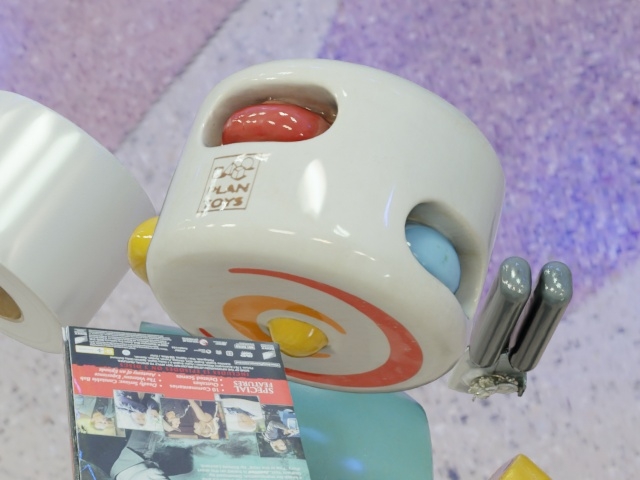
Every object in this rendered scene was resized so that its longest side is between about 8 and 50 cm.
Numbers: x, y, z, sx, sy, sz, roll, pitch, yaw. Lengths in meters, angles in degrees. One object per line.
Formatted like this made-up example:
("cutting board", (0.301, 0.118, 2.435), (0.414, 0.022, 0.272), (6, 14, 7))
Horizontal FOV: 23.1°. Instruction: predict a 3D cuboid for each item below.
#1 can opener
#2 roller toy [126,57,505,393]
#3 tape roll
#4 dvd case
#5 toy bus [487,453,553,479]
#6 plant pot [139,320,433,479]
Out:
("can opener", (0.174, 0.082, 1.480), (0.074, 0.280, 0.093), (4, 66, -3))
("roller toy", (0.000, 0.000, 0.910), (0.209, 0.191, 0.146), (20, 63, -6))
("tape roll", (-0.319, -0.017, 1.666), (0.246, 0.246, 0.169), (19, 62, 32))
("dvd case", (-0.048, 0.077, 0.566), (0.087, 0.013, 0.119), (6, 35, -18))
("toy bus", (0.298, 0.389, 1.711), (0.333, 0.130, 0.108), (42, 64, 5))
("plant pot", (-0.036, 0.216, 1.255), (0.235, 0.293, 0.293), (4, 50, -4))
